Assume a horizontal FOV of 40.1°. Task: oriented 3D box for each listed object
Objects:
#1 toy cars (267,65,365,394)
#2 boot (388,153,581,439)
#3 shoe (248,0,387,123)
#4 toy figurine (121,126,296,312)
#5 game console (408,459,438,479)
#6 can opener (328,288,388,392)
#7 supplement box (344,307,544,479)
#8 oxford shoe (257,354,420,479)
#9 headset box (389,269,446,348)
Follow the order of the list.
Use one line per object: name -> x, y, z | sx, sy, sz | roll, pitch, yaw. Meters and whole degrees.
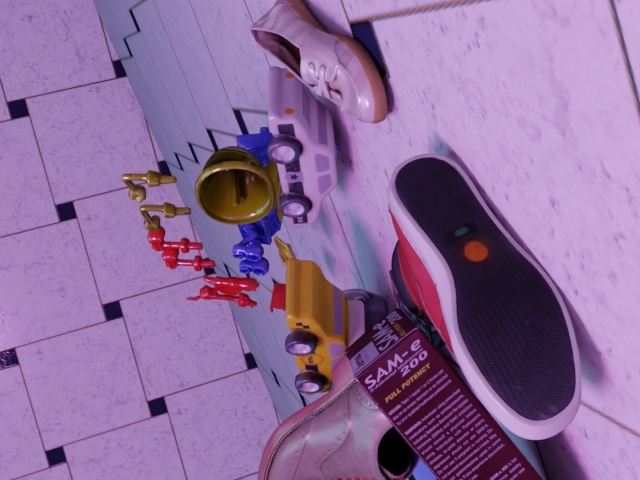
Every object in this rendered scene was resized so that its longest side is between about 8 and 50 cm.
toy cars -> 0.000, 0.000, 0.988 | 0.176, 0.087, 0.393 | -78, -16, -77
boot -> 0.128, 0.068, 0.731 | 0.176, 0.088, 0.244 | 84, 163, -59
shoe -> -0.005, -0.171, 0.853 | 0.219, 0.058, 0.076 | 52, 162, 44
toy figurine -> -0.112, -0.077, 1.165 | 0.362, 0.191, 0.217 | 73, -158, -59
game console -> 0.087, 0.328, 1.153 | 0.250, 0.173, 0.293 | 61, 166, 16
can opener -> 0.041, 0.189, 1.128 | 0.093, 0.074, 0.280 | -80, -7, -62
supplement box -> 0.125, 0.179, 0.782 | 0.239, 0.073, 0.130 | 50, 180, -4
oxford shoe -> 0.034, 0.245, 1.018 | 0.130, 0.123, 0.348 | 59, 133, 31
headset box -> 0.105, 0.065, 0.914 | 0.083, 0.032, 0.062 | 49, 159, 52
